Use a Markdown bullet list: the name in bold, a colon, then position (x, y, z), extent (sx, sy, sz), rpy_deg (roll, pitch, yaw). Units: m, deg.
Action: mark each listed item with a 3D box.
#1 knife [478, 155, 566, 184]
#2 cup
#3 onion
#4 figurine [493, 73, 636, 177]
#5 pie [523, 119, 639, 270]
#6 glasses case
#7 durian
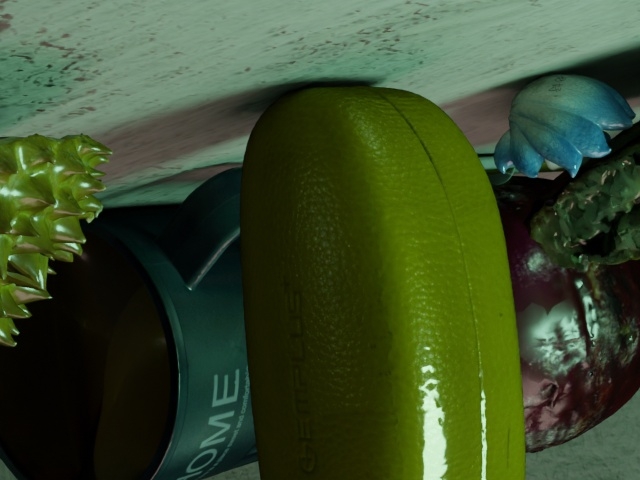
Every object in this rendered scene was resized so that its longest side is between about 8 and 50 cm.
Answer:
- **knife**: position (0.163, -0.066, 1.800), extent (0.061, 0.027, 0.343), rpy_deg (-13, 175, 37)
- **cup**: position (-0.106, 0.058, 1.605), extent (0.242, 0.308, 0.292), rpy_deg (22, -163, 36)
- **onion**: position (0.147, 0.087, 1.852), extent (0.260, 0.282, 0.337), rpy_deg (-21, -159, -40)
- **figurine**: position (0.192, -0.087, 1.423), extent (0.114, 0.079, 0.114), rpy_deg (-12, -154, 6)
- **pie**: position (0.319, -0.078, 1.489), extent (0.288, 0.103, 0.355), rpy_deg (-27, 178, -45)
- **glasses case**: position (0.033, 0.081, 1.242), extent (0.141, 0.371, 0.173), rpy_deg (-4, 178, -45)
- **durian**: position (-0.223, -0.020, 1.016), extent (0.172, 0.166, 0.306), rpy_deg (-51, 163, 24)
